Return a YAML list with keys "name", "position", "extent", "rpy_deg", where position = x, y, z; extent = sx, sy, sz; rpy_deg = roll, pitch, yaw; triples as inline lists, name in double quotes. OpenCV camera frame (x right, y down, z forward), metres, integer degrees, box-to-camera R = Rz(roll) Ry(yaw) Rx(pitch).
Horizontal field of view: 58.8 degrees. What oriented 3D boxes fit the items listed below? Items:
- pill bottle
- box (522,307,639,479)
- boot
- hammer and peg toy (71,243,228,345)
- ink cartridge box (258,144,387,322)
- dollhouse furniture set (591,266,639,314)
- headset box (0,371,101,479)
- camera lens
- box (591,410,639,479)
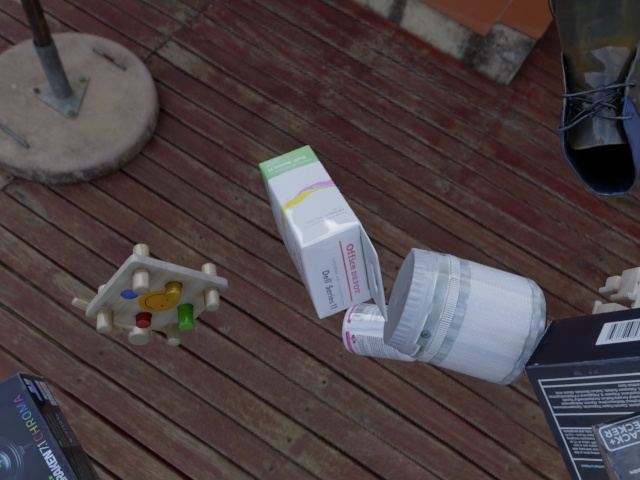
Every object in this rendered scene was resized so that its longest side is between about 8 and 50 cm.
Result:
- name: "pill bottle"
  position: [0.223, 0.277, 1.709]
  extent: [0.283, 0.160, 0.160]
  rpy_deg: [1, 56, 34]
- name: "box"
  position: [0.528, 0.267, 0.882]
  extent: [0.183, 0.296, 0.293]
  rpy_deg: [-31, 100, -48]
- name: "boot"
  position: [0.212, -0.121, 0.411]
  extent: [0.082, 0.219, 0.106]
  rpy_deg: [-5, 63, 29]
- name: "hammer and peg toy"
  position: [-0.432, 0.168, 1.396]
  extent: [0.266, 0.361, 0.127]
  rpy_deg: [21, 41, -38]
- name: "ink cartridge box"
  position: [0.000, 0.000, 1.101]
  extent: [0.119, 0.207, 0.353]
  rpy_deg: [-21, 43, -8]
- name: "dollhouse furniture set"
  position: [0.639, 0.208, 1.154]
  extent: [0.303, 0.355, 0.173]
  rpy_deg: [22, 76, -4]
- name: "headset box"
  position: [-0.559, 0.404, 0.948]
  extent: [0.283, 0.131, 0.246]
  rpy_deg: [-32, 78, -15]
- name: "camera lens"
  position: [0.285, 0.151, 1.126]
  extent: [0.275, 0.219, 0.219]
  rpy_deg: [17, 62, -1]
- name: "box"
  position: [0.287, 0.267, 0.356]
  extent: [0.087, 0.169, 0.289]
  rpy_deg: [-23, 37, 14]
